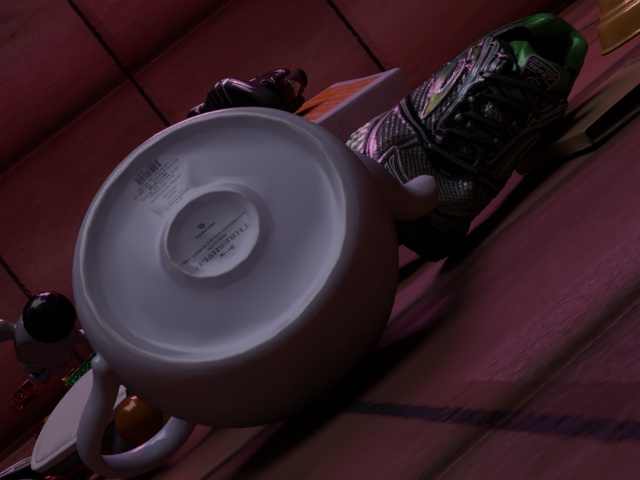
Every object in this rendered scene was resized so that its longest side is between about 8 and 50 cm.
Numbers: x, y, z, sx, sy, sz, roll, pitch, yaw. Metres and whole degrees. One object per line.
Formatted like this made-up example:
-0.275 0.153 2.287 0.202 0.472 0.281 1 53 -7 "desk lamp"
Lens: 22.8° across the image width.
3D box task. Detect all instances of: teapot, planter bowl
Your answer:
-0.052 0.042 1.177 0.256 0.253 0.187 -5 -30 16 "teapot"
0.423 -0.340 2.043 0.217 0.090 0.217 -38 4 3 "planter bowl"

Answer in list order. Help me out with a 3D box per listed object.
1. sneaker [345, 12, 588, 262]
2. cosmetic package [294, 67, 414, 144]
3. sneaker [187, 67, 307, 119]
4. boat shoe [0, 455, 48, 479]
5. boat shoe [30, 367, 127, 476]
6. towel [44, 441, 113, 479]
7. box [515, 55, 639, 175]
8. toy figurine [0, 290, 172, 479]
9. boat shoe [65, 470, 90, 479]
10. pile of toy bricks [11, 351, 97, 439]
0.132 -0.110 1.399 0.146 0.134 0.343 -42 7 41 "sneaker"
-0.068 -0.052 2.209 0.453 0.162 0.230 -36 13 -20 "cosmetic package"
-0.073 -0.198 2.180 0.162 0.106 0.281 -32 11 -20 "sneaker"
-0.406 0.329 1.941 0.219 0.078 0.070 -38 2 -31 "boat shoe"
-0.192 0.174 1.760 0.319 0.099 0.116 -41 28 17 "boat shoe"
-0.231 0.218 1.987 0.199 0.031 0.275 -37 4 14 "towel"
0.264 -0.125 1.428 0.164 0.021 0.201 -39 4 -12 "box"
-0.259 0.166 1.445 0.209 0.213 0.148 -36 -12 -23 "toy figurine"
-0.313 0.293 1.768 0.125 0.038 0.046 -38 4 6 "boat shoe"
-0.306 0.195 2.072 0.212 0.118 0.105 -44 -22 -31 "pile of toy bricks"
